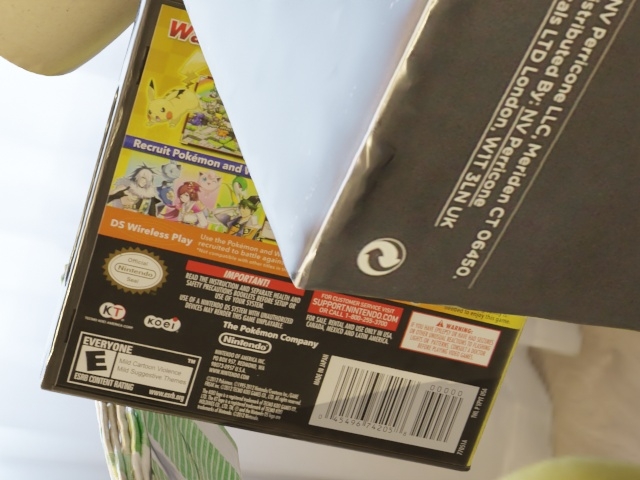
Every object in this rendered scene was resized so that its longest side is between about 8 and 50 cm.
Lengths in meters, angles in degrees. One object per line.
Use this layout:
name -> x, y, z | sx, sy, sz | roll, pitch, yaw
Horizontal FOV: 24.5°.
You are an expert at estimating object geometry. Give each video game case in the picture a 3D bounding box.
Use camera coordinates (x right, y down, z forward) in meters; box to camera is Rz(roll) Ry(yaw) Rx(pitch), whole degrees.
video game case -> 0.000, 0.000, 0.862 | 0.035, 0.275, 0.248 | -114, 39, -65

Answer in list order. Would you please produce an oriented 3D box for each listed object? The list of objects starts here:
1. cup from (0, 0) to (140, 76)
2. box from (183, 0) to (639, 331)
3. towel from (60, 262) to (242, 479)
cup -> -0.228, -0.354, 1.407 | 0.237, 0.331, 0.331 | -24, 56, 21
box -> 0.113, -0.117, 0.536 | 0.296, 0.294, 0.182 | -112, 38, -48
towel -> -0.078, 0.177, 0.968 | 0.038, 0.248, 0.325 | -28, 37, 1
